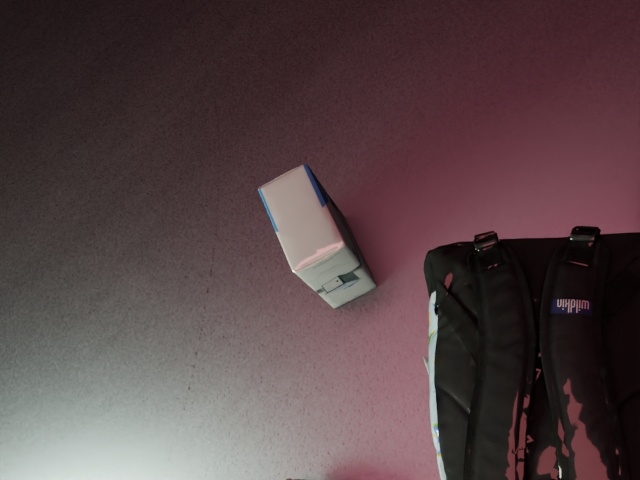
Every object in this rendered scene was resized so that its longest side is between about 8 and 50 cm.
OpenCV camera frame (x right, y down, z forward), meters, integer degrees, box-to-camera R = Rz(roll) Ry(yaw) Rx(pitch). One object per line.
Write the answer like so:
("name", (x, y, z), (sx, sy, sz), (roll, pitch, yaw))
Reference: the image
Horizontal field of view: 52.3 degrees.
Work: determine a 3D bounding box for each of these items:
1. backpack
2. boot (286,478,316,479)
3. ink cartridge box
("backpack", (0.260, 0.193, 0.743), (0.290, 0.273, 0.356), (-6, 45, 18))
("boot", (0.047, 0.420, 0.815), (0.248, 0.090, 0.207), (5, 71, 20))
("ink cartridge box", (0.000, 0.000, 0.928), (0.082, 0.191, 0.140), (-28, 64, 8))
